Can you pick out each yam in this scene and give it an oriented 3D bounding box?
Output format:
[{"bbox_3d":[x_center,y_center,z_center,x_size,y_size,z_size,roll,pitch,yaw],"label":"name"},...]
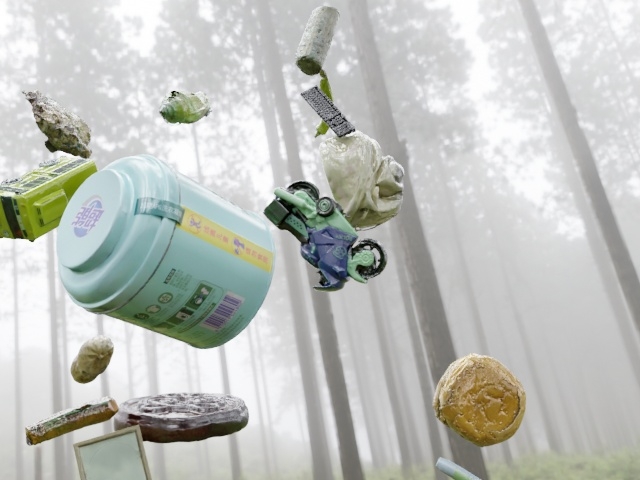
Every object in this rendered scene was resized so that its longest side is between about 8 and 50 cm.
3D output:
[{"bbox_3d":[-0.009,-0.502,1.750,0.078,0.179,0.078,16,-17,5],"label":"yam"}]

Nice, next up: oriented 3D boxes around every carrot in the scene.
[{"bbox_3d":[-0.663,0.483,1.876,0.070,0.070,0.260,-29,-10,39],"label":"carrot"}]

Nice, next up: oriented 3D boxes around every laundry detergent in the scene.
[{"bbox_3d":[-0.284,0.018,1.243,0.287,0.287,0.305,-24,-36,31],"label":"laundry detergent"}]

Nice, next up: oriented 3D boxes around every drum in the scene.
[{"bbox_3d":[0.373,0.557,1.520,0.253,0.049,0.130,15,-41,33],"label":"drum"}]

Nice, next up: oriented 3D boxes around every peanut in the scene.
[{"bbox_3d":[-0.615,0.322,1.872,0.099,0.100,0.214,5,-27,-36],"label":"peanut"}]

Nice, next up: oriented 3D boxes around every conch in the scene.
[{"bbox_3d":[-0.336,-0.326,1.724,0.200,0.095,0.080,-27,-23,-48],"label":"conch"}]

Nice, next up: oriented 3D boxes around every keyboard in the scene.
[{"bbox_3d":[0.020,-0.353,1.911,0.060,0.195,0.018,-27,-29,-22],"label":"keyboard"}]

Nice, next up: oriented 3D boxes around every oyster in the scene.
[{"bbox_3d":[-0.760,-0.335,2.047,0.092,0.260,0.198,-31,-12,14],"label":"oyster"}]

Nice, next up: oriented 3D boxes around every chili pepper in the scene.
[{"bbox_3d":[0.016,-0.390,2.006,0.043,0.049,0.208,-23,-51,-42],"label":"chili pepper"}]

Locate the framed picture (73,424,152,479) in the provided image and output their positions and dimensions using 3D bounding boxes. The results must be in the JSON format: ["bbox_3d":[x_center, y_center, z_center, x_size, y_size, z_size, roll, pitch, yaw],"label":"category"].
[{"bbox_3d":[-0.414,0.495,1.432,0.135,0.201,0.010,-11,-15,-27],"label":"framed picture"}]

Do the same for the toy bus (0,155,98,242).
[{"bbox_3d":[-0.660,-0.103,1.689,0.150,0.128,0.262,8,29,24],"label":"toy bus"}]

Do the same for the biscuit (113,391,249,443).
[{"bbox_3d":[-0.417,0.519,2.117,0.407,0.091,0.407,-2,-2,0],"label":"biscuit"}]

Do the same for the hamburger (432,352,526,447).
[{"bbox_3d":[0.376,0.374,1.641,0.213,0.214,0.108,-8,-13,-7],"label":"hamburger"}]

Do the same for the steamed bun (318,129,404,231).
[{"bbox_3d":[0.127,-0.178,1.940,0.207,0.280,0.268,-18,4,7],"label":"steamed bun"}]

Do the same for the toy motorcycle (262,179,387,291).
[{"bbox_3d":[0.000,0.000,1.731,0.196,0.331,0.125,-48,-10,5],"label":"toy motorcycle"}]
